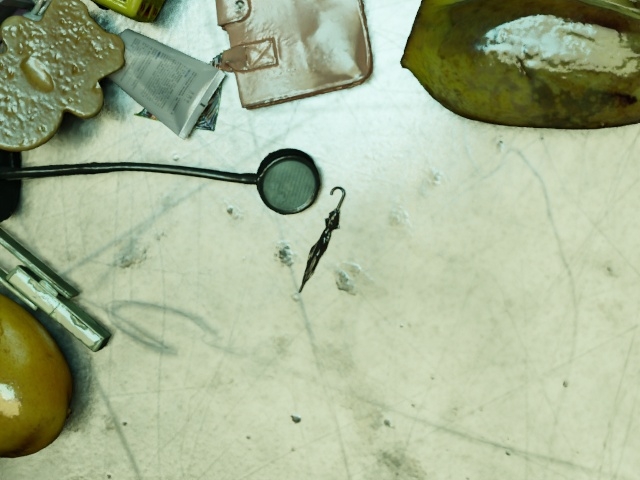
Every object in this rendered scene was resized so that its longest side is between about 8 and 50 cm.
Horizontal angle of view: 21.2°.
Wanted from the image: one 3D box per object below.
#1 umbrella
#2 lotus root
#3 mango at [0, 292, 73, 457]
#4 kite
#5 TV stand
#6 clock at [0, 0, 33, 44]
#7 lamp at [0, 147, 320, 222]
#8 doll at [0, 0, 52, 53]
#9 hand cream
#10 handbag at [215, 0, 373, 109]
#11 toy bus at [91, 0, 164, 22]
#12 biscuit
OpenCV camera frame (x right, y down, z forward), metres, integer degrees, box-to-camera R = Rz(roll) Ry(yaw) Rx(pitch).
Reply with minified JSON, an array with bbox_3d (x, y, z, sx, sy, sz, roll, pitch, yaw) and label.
[{"bbox_3d":[0.003,0.001,1.817,0.022,0.013,0.122,21,96,17],"label":"umbrella"},{"bbox_3d":[0.226,-0.201,1.706,0.291,0.193,0.193,3,93,9],"label":"lotus root"},{"bbox_3d":[-0.353,0.130,1.807,0.145,0.112,0.219,-38,84,-15],"label":"mango"},{"bbox_3d":[-0.139,-0.154,1.828,0.122,0.004,0.090,-40,88,6],"label":"kite"},{"bbox_3d":[-0.327,0.031,1.841,0.249,0.036,0.042,39,94,3],"label":"TV stand"},{"bbox_3d":[-0.399,-0.200,1.781,0.063,0.150,0.197,44,97,-1],"label":"clock"},{"bbox_3d":[-0.192,-0.084,1.813,0.371,0.108,0.130,-8,112,-4],"label":"lamp"},{"bbox_3d":[-0.311,-0.201,1.815,0.084,0.073,0.127,17,99,34],"label":"doll"},{"bbox_3d":[-0.182,-0.179,1.812,0.142,0.053,0.084,32,95,-4],"label":"hand cream"},{"bbox_3d":[-0.037,-0.254,1.786,0.157,0.059,0.212,-11,92,6],"label":"handbag"},{"bbox_3d":[-0.298,-0.353,1.765,0.331,0.145,0.151,26,97,3],"label":"toy bus"},{"bbox_3d":[-0.286,-0.165,1.756,0.133,0.027,0.184,33,79,-7],"label":"biscuit"}]
